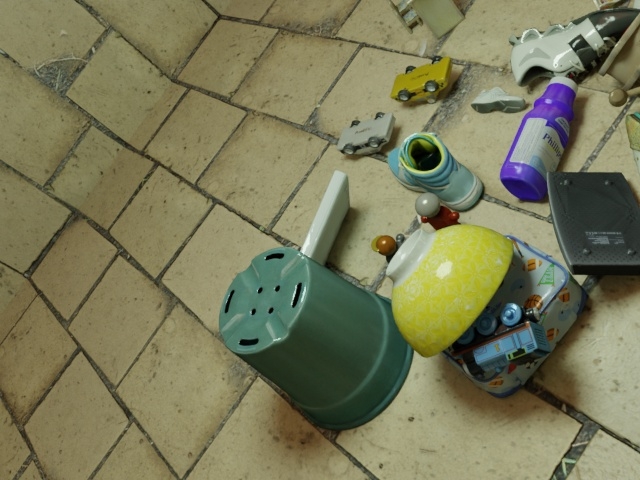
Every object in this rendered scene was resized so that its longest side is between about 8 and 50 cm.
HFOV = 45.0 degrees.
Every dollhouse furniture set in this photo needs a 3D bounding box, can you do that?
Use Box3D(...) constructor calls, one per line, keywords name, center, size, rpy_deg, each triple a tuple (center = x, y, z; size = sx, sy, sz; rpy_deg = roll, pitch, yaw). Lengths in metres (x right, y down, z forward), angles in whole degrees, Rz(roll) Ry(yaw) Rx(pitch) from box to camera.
Box3D(name="dollhouse furniture set", center=(0.302, -0.723, 2.248), size=(0.212, 0.161, 0.242), rpy_deg=(-37, 41, 17))

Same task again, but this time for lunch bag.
Box3D(name="lunch bag", center=(0.369, 0.142, 1.556), size=(0.303, 0.115, 0.243), rpy_deg=(-52, 37, 1))

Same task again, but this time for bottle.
Box3D(name="bottle", center=(0.494, -0.231, 1.718), size=(0.092, 0.118, 0.283), rpy_deg=(9, 67, 47))

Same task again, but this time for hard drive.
Box3D(name="hard drive", center=(0.537, -0.033, 1.510), size=(0.171, 0.054, 0.255), rpy_deg=(0, 47, 2))
Box3D(name="hard drive", center=(0.000, 0.000, 1.964), size=(0.040, 0.203, 0.308), rpy_deg=(20, 71, 11))

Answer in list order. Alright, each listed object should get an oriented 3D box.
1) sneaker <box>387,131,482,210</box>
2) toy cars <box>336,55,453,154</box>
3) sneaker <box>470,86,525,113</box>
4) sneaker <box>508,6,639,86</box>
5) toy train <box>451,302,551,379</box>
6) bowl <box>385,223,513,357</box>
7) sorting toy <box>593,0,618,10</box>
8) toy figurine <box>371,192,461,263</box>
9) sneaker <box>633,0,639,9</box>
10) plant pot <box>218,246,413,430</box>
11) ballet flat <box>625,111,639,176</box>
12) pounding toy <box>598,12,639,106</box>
Box3D(name="sneaker", center=(0.234, -0.203, 1.873), size=(0.127, 0.208, 0.319), rpy_deg=(-55, 39, -3))
Box3D(name="toy cars", center=(0.213, -0.350, 2.111), size=(0.393, 0.087, 0.176), rpy_deg=(-43, 35, 15))
Box3D(name="sneaker", center=(0.443, -0.352, 1.912), size=(0.152, 0.053, 0.061), rpy_deg=(12, 67, 48))
Box3D(name="sneaker", center=(0.602, -0.434, 1.792), size=(0.330, 0.122, 0.146), rpy_deg=(-9, 73, 38))
Box3D(name="toy train", center=(0.326, 0.187, 1.418), size=(0.184, 0.080, 0.105), rpy_deg=(-28, 58, 30))
Box3D(name="bowl", center=(0.222, 0.068, 1.507), size=(0.289, 0.156, 0.289), rpy_deg=(-53, 5, 7))
Box3D(name="sorting toy", center=(0.699, -0.587, 1.860), size=(0.075, 0.045, 0.083), rpy_deg=(-24, 46, 20))
Box3D(name="toy figurine", center=(0.240, 0.022, 1.741), size=(0.209, 0.148, 0.213), rpy_deg=(-40, 41, 13))
Box3D(name="sneaker", center=(0.780, -0.616, 1.761), size=(0.090, 0.094, 0.235), rpy_deg=(29, 84, 49))
Box3D(name="plant pot", center=(-0.023, 0.200, 1.710), size=(0.341, 0.334, 0.341), rpy_deg=(-24, 46, 28))
Box3D(name="ballet flat", center=(0.681, -0.135, 1.476), size=(0.123, 0.123, 0.348), rpy_deg=(-45, 39, 7))
Box3D(name="pounding toy", center=(0.697, -0.384, 1.631), size=(0.154, 0.154, 0.270), rpy_deg=(37, 96, 12))
